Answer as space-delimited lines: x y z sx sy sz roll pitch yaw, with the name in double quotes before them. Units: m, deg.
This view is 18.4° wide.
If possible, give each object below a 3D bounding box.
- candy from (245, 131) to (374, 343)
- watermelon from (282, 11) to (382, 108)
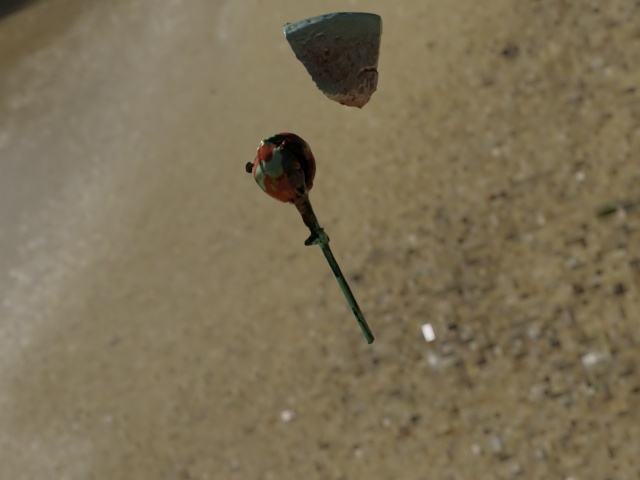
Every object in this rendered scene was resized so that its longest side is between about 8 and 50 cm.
"candy" 0.000 0.000 1.555 0.055 0.185 0.049 -33 12 -33
"watermelon" 0.028 -0.178 1.901 0.081 0.094 0.180 -9 12 21
